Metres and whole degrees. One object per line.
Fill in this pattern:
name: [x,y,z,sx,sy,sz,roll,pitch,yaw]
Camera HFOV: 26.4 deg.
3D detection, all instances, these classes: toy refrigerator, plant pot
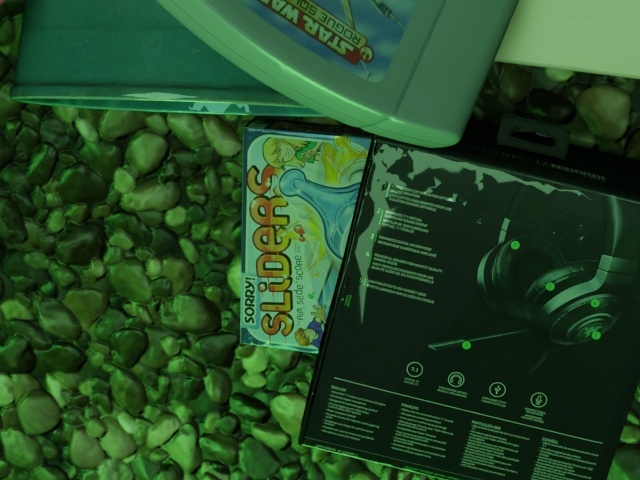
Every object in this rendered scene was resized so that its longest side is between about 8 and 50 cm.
toy refrigerator: [0.228,-0.178,1.032,0.270,0.094,0.102,8,103,12]
plant pot: [-0.093,-0.226,1.024,0.272,0.271,0.255,2,93,14]

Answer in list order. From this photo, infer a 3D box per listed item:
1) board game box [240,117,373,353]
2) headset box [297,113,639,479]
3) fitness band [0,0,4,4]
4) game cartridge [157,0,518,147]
board game box: [0.000,0.000,1.181,0.136,0.035,0.201,6,110,13]
headset box: [0.134,0.042,1.084,0.246,0.131,0.283,13,110,1]
fitness band: [-0.316,-0.214,0.845,0.291,0.054,0.209,-8,117,-12]
game cartridge: [0.002,-0.196,0.904,0.297,0.198,0.062,31,158,-22]
